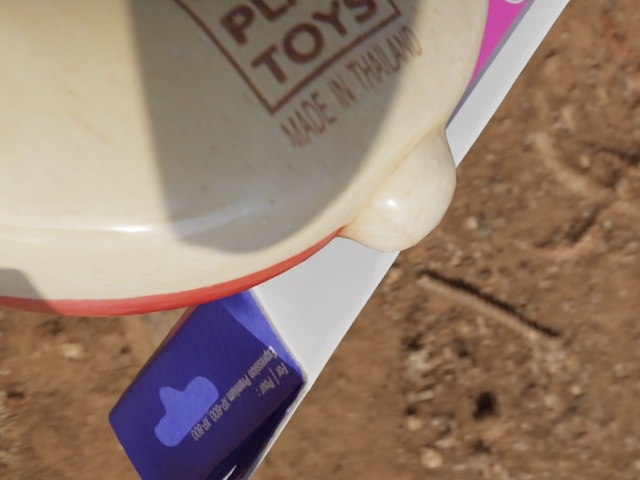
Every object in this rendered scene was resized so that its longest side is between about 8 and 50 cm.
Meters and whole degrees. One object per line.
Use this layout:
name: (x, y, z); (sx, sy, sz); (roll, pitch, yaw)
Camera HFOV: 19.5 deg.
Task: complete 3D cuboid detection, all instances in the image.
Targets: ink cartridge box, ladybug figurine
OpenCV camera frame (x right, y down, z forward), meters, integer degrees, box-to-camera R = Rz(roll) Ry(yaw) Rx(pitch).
ink cartridge box: (0.000, 0.000, 0.894); (0.069, 0.176, 0.371); (36, 53, -4)
ladybug figurine: (-0.141, -0.126, 0.622); (0.449, 0.162, 0.305); (41, 59, 18)
